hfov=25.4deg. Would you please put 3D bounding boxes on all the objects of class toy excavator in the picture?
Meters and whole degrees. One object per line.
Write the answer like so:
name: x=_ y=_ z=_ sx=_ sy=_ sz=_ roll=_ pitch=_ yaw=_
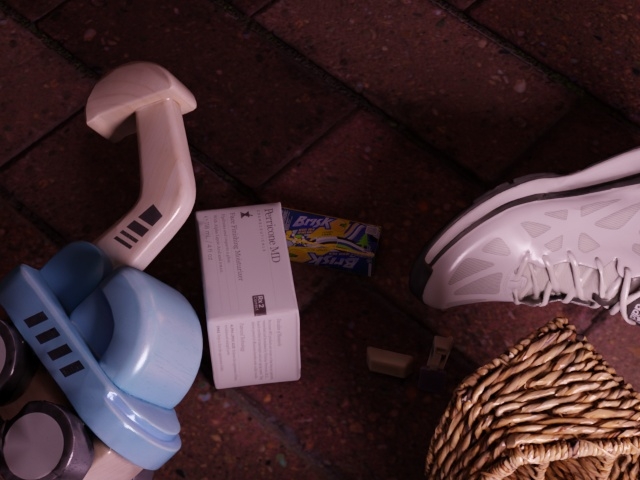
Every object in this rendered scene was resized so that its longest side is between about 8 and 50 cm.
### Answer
toy excavator: x=-0.253 y=0.053 z=1.778 sx=0.445 sy=0.222 sz=0.433 roll=-42 pitch=64 yaw=3

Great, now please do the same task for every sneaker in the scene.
sneaker: x=0.360 y=0.039 z=1.931 sx=0.448 sy=0.169 sz=0.257 roll=-21 pitch=56 yaw=-18

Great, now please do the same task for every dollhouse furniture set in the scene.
dollhouse furniture set: x=0.124 y=0.138 z=1.920 sx=0.114 sy=0.091 sz=0.081 roll=12 pitch=40 yaw=11

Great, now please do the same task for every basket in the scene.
basket: x=0.267 y=0.281 z=1.678 sx=0.213 sy=0.299 sz=0.223 roll=-31 pitch=61 yaw=-20

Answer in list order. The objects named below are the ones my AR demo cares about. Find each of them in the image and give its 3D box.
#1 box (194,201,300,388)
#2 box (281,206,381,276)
box: x=-0.097 y=0.075 z=1.891 sx=0.119 sy=0.182 sz=0.181 roll=-7 pitch=55 yaw=-5
box: x=0.000 y=0.000 z=2.020 sx=0.169 sy=0.059 sz=0.054 roll=12 pitch=56 yaw=7
